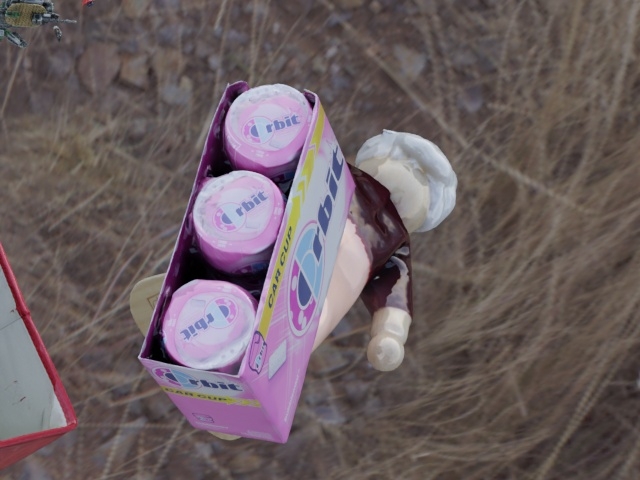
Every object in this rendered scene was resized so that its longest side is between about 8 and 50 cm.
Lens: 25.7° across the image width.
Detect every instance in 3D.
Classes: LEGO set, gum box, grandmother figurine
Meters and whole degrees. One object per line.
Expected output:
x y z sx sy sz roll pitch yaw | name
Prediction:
-0.147 -0.128 0.736 0.083 0.054 0.023 -18 58 2 | LEGO set
-0.036 0.009 0.821 0.062 0.107 0.188 7 64 17 | gum box
0.000 0.000 1.039 0.342 0.104 0.207 -35 104 -52 | grandmother figurine

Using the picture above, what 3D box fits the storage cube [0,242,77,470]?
-0.318 0.093 0.934 0.215 0.193 0.183 -1 63 -64 | storage cube
